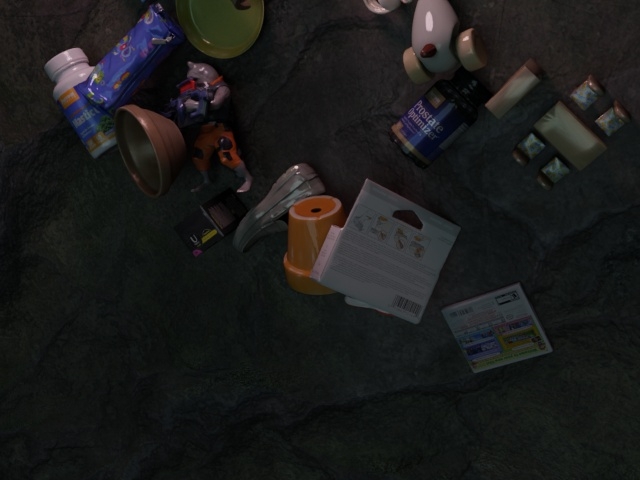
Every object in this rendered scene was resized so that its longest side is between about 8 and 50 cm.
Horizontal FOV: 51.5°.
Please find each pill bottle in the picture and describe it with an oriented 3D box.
[{"bbox_3d":[-0.618,-0.370,1.787,0.152,0.152,0.272,-27,100,30],"label":"pill bottle"},{"bbox_3d":[0.263,-0.271,1.451,0.123,0.123,0.219,45,108,0],"label":"pill bottle"}]

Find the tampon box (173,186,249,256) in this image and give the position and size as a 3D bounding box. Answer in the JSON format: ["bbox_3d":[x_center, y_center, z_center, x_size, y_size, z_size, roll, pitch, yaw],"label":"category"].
[{"bbox_3d":[-0.286,-0.049,1.773,0.120,0.161,0.101,-34,95,31],"label":"tampon box"}]

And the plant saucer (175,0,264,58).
[{"bbox_3d":[-0.238,-0.566,1.605,0.241,0.037,0.240,8,114,19],"label":"plant saucer"}]

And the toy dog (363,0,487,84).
[{"bbox_3d":[0.206,-0.472,1.341,0.220,0.161,0.333,-38,80,29],"label":"toy dog"}]

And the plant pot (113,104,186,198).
[{"bbox_3d":[-0.413,-0.233,1.663,0.237,0.110,0.237,34,139,37],"label":"plant pot"}]

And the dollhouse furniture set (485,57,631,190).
[{"bbox_3d":[0.473,-0.245,1.358,0.242,0.161,0.212,45,121,1],"label":"dollhouse furniture set"}]

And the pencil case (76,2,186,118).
[{"bbox_3d":[-0.465,-0.442,1.646,0.306,0.133,0.119,-44,132,8],"label":"pencil case"}]

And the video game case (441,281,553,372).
[{"bbox_3d":[0.438,0.221,1.653,0.213,0.023,0.193,-24,100,29],"label":"video game case"}]

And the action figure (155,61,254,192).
[{"bbox_3d":[-0.297,-0.294,1.713,0.341,0.179,0.329,11,113,52],"label":"action figure"}]

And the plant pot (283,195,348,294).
[{"bbox_3d":[0.000,0.000,1.627,0.205,0.205,0.187,3,122,23],"label":"plant pot"}]

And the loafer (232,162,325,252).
[{"bbox_3d":[-0.113,-0.063,1.721,0.111,0.112,0.319,49,121,8],"label":"loafer"}]

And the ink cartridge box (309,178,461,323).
[{"bbox_3d":[0.157,0.028,1.566,0.296,0.066,0.261,25,89,-25],"label":"ink cartridge box"}]

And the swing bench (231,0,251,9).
[{"bbox_3d":[-0.161,-0.677,1.424,0.255,0.165,0.253,-30,97,21],"label":"swing bench"}]

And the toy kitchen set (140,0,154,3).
[{"bbox_3d":[-0.424,-0.673,1.564,0.207,0.166,0.122,-36,94,31],"label":"toy kitchen set"}]

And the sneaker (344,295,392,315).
[{"bbox_3d":[0.160,0.114,1.693,0.221,0.087,0.127,4,114,21],"label":"sneaker"}]
